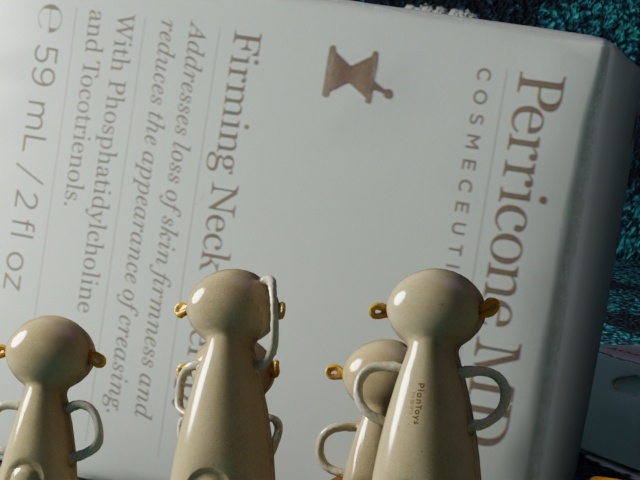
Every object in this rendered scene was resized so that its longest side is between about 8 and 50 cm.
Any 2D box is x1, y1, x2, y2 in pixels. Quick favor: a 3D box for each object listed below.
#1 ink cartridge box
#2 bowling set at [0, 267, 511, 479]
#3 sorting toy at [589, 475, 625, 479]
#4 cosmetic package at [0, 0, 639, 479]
[{"bbox_3d":[0.334,0.148,1.359,0.218,0.092,0.159,6,6,-40],"label":"ink cartridge box"},{"bbox_3d":[-0.022,0.100,0.866,0.287,0.154,0.200,1,-9,19],"label":"bowling set"},{"bbox_3d":[0.235,0.166,0.699,0.047,0.196,0.348,38,-8,-27],"label":"sorting toy"},{"bbox_3d":[0.000,0.000,1.114,0.394,0.329,0.327,10,5,14],"label":"cosmetic package"}]
